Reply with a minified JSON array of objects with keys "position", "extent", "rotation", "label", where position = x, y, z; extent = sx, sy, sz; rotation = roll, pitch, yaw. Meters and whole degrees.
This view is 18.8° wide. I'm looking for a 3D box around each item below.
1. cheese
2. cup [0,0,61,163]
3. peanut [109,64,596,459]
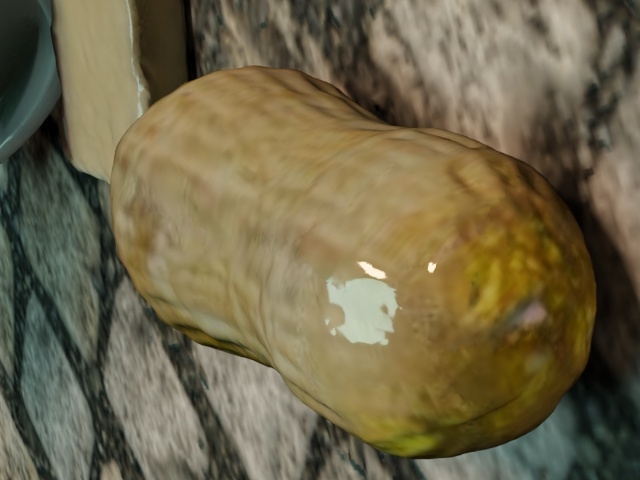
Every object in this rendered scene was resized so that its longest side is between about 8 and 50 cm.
[{"position":[-0.084,-0.207,0.688],"extent":[0.085,0.034,0.400],"rotation":[23,123,56],"label":"cheese"},{"position":[-0.245,-0.192,0.793],"extent":[0.356,0.259,0.274],"rotation":[-48,56,45],"label":"cup"},{"position":[0.000,0.000,0.540],"extent":[0.207,0.087,0.087],"rotation":[26,125,59],"label":"peanut"}]
